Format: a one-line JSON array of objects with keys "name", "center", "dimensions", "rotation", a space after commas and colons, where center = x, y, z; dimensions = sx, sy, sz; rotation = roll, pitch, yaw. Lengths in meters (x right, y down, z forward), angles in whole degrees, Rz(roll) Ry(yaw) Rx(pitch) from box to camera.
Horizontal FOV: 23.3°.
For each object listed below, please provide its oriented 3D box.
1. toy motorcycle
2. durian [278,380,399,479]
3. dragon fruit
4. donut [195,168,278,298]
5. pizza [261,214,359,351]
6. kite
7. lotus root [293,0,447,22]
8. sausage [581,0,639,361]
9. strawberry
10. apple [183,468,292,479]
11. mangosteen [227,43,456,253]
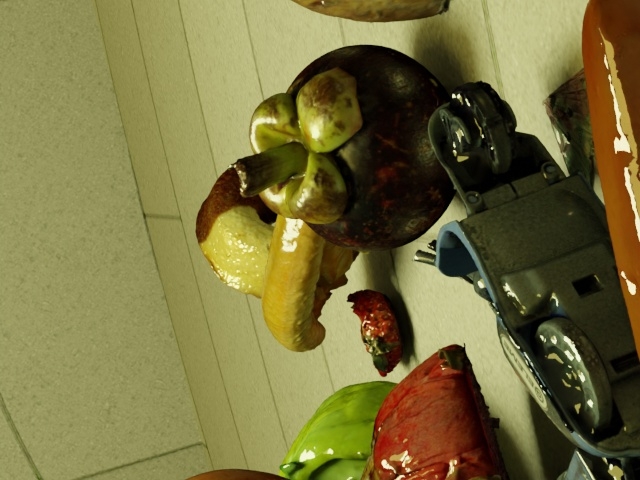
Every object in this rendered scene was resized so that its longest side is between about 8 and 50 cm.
[{"name": "toy motorcycle", "center": [0.171, 0.049, 1.172], "dimensions": [0.212, 0.125, 0.358], "rotation": [92, 155, -58]}, {"name": "durian", "center": [0.044, 0.256, 1.613], "dimensions": [0.204, 0.256, 0.339], "rotation": [47, -163, -11]}, {"name": "dragon fruit", "center": [0.090, 0.209, 1.339], "dimensions": [0.224, 0.148, 0.218], "rotation": [50, -156, -73]}, {"name": "donut", "center": [-0.085, -0.021, 2.038], "dimensions": [0.217, 0.141, 0.085], "rotation": [61, 152, 30]}, {"name": "pizza", "center": [0.000, 0.000, 1.671], "dimensions": [0.074, 0.182, 0.365], "rotation": [29, 139, 16]}, {"name": "kite", "center": [0.202, -0.072, 1.169], "dimensions": [0.156, 0.011, 0.139], "rotation": [-124, 22, -50]}, {"name": "lotus root", "center": [0.011, -0.307, 1.336], "dimensions": [0.272, 0.192, 0.272], "rotation": [49, 148, 45]}, {"name": "sausage", "center": [0.230, -0.005, 0.960], "dimensions": [0.094, 0.097, 0.348], "rotation": [-14, 90, 68]}, {"name": "strawberry", "center": [0.066, 0.099, 1.755], "dimensions": [0.152, 0.048, 0.104], "rotation": [-98, -11, -78]}, {"name": "apple", "center": [-0.069, 0.320, 1.395], "dimensions": [0.253, 0.253, 0.253], "rotation": [165, 90, -75]}, {"name": "mangosteen", "center": [0.020, -0.077, 1.409], "dimensions": [0.192, 0.217, 0.192], "rotation": [27, 126, 44]}]
